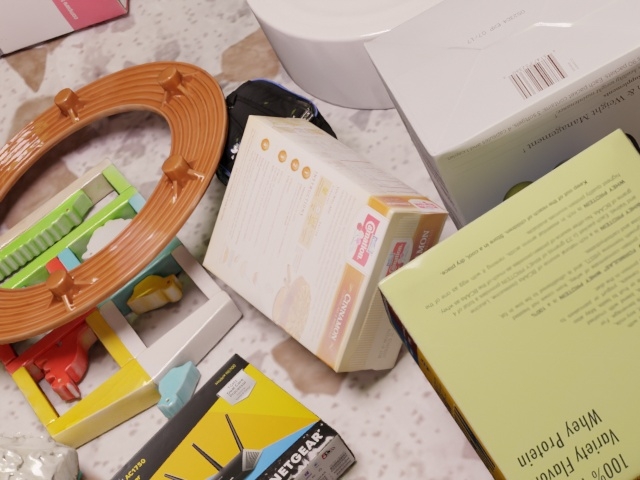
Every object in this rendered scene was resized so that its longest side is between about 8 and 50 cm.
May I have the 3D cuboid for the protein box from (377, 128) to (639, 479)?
[{"bbox_3d":[0.179,0.072,1.104,0.200,0.136,0.201,-33,75,-2],"label":"protein box"}]

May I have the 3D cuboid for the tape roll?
[{"bbox_3d":[0.071,-0.260,1.498,0.286,0.100,0.286,-13,49,15],"label":"tape roll"}]

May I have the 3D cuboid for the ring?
[{"bbox_3d":[-0.230,-0.046,1.443,0.337,0.032,0.336,-23,39,20],"label":"ring"}]

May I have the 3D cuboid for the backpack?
[{"bbox_3d":[-0.049,-0.083,1.421,0.105,0.084,0.114,-42,42,-9],"label":"backpack"}]

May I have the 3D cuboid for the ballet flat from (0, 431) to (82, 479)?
[{"bbox_3d":[-0.396,0.243,1.275,0.409,0.147,0.147,-27,47,4],"label":"ballet flat"}]

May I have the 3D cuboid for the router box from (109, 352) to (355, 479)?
[{"bbox_3d":[-0.081,0.191,1.242,0.179,0.046,0.133,-45,48,-13],"label":"router box"}]

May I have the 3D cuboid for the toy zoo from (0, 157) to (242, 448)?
[{"bbox_3d":[-0.197,0.062,1.412,0.192,0.030,0.293,-38,47,-6],"label":"toy zoo"}]

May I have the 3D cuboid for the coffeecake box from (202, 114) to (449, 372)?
[{"bbox_3d":[0.000,0.000,1.293,0.185,0.068,0.142,36,116,40],"label":"coffeecake box"}]

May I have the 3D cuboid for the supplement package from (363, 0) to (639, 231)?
[{"bbox_3d":[0.174,-0.092,1.243,0.194,0.203,0.149,-28,48,3],"label":"supplement package"}]

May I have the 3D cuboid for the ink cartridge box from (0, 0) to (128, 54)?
[{"bbox_3d":[-0.356,-0.306,1.724,0.283,0.117,0.207,-16,49,13],"label":"ink cartridge box"}]
